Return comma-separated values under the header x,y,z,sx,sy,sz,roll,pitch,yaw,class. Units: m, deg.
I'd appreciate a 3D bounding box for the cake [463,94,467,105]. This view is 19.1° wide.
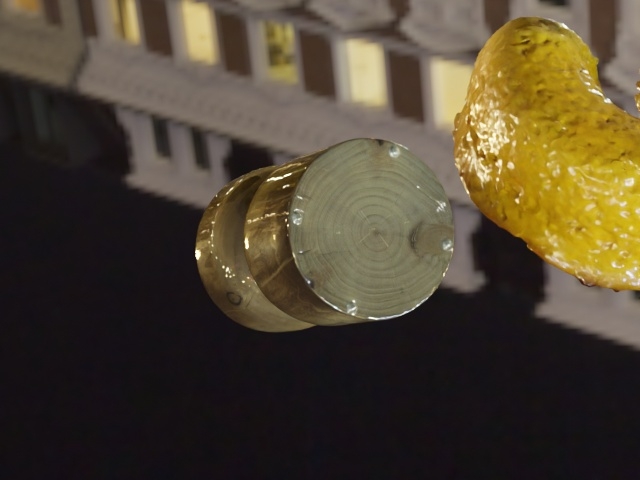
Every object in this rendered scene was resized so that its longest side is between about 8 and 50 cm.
x,y,z,sx,sy,sz,roll,pitch,yaw,class
0.228,-0.186,2.513,0.055,0.051,0.140,22,-175,-9,cake

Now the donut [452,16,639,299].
x,y,z,sx,sy,sz,roll,pitch,yaw,class
0.378,-0.127,2.011,0.435,0.163,0.377,-24,-129,-27,donut

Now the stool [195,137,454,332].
x,y,z,sx,sy,sz,roll,pitch,yaw,class
0.000,0.000,1.934,0.179,0.179,0.264,-20,-176,-24,stool
